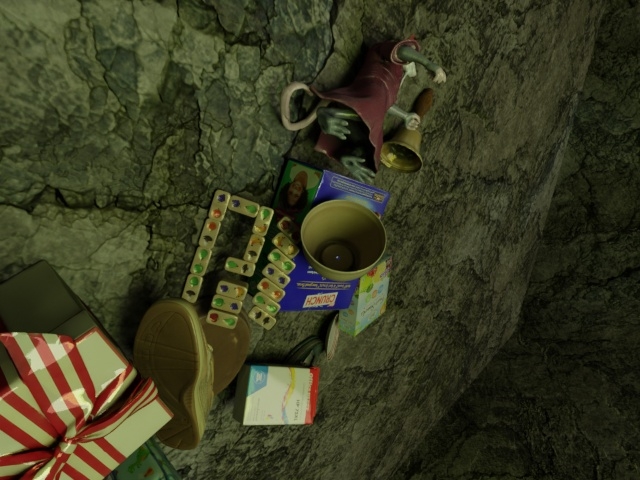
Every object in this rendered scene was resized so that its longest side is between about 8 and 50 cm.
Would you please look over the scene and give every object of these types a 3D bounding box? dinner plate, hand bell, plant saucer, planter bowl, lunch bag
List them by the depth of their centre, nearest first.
[{"bbox_3d":[-0.322,0.477,0.799,0.090,0.219,0.176,-39,136,-26],"label":"lunch bag"},{"bbox_3d":[0.039,0.016,0.812,0.162,0.162,0.109,-40,160,-26],"label":"planter bowl"},{"bbox_3d":[-0.258,0.252,0.886,0.278,0.041,0.277,-26,130,-36],"label":"plant saucer"},{"bbox_3d":[0.253,-0.312,1.094,0.126,0.126,0.242,48,63,-49],"label":"hand bell"},{"bbox_3d":[0.034,0.283,1.207,0.141,0.017,0.141,9,90,-74],"label":"dinner plate"}]

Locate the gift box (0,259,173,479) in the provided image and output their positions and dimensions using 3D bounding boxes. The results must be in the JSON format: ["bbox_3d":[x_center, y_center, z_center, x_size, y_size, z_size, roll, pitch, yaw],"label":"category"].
[{"bbox_3d":[-0.390,0.202,0.538,0.255,0.258,0.276,-43,138,-24],"label":"gift box"}]

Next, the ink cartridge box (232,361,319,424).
[{"bbox_3d":[-0.089,0.379,1.019,0.231,0.078,0.134,13,75,-29],"label":"ink cartridge box"}]

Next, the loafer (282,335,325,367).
[{"bbox_3d":[-0.074,0.377,1.123,0.267,0.084,0.096,-38,135,-27],"label":"loafer"}]

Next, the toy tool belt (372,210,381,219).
[{"bbox_3d":[0.108,-0.031,0.926,0.051,0.052,0.083,27,88,-61],"label":"toy tool belt"}]

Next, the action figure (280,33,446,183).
[{"bbox_3d":[0.105,-0.317,0.897,0.248,0.276,0.370,103,10,-66],"label":"action figure"}]

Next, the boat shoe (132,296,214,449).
[{"bbox_3d":[-0.261,0.236,0.769,0.110,0.122,0.340,-70,170,-62],"label":"boat shoe"}]

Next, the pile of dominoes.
[{"bbox_3d":[-0.147,0.050,0.802,0.196,0.040,0.251,18,100,-12],"label":"pile of dominoes"}]

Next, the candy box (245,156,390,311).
[{"bbox_3d":[0.000,0.000,0.960,0.268,0.122,0.317,10,102,-50],"label":"candy box"}]

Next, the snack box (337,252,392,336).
[{"bbox_3d":[0.133,0.154,1.224,0.175,0.070,0.207,-28,131,-44],"label":"snack box"}]
